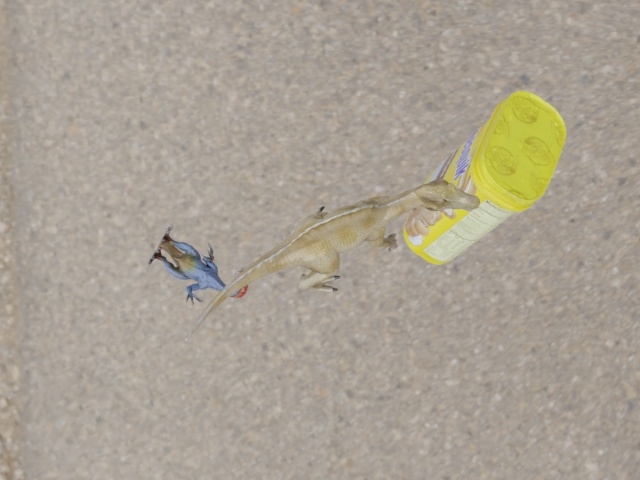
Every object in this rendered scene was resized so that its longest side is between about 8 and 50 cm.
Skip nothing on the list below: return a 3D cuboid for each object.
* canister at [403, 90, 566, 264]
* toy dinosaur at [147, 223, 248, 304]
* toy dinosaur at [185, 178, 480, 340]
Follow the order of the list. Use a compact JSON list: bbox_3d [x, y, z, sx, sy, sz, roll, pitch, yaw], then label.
[{"bbox_3d":[0.161,-0.057,0.973,0.073,0.126,0.170,33,147,-8],"label":"canister"},{"bbox_3d":[-0.098,0.020,0.800,0.082,0.090,0.047,30,99,-8],"label":"toy dinosaur"},{"bbox_3d":[0.000,0.000,0.568,0.183,0.092,0.053,-25,81,-2],"label":"toy dinosaur"}]
